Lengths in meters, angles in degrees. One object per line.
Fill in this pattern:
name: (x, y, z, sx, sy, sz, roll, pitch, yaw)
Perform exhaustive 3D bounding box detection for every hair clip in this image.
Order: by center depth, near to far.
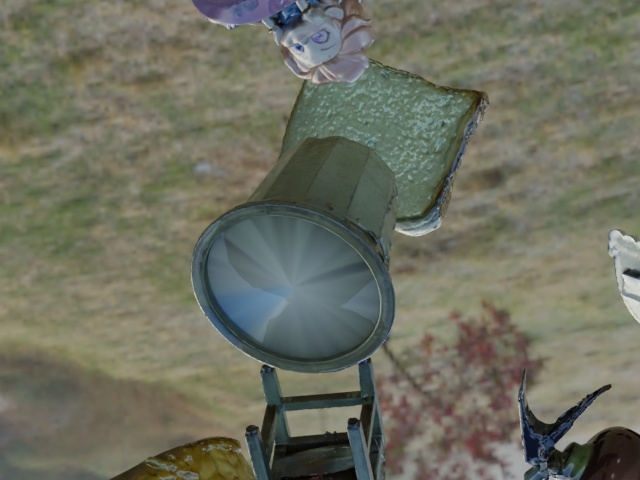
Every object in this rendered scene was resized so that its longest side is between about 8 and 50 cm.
hair clip: (0.486, 0.077, 1.968, 0.054, 0.140, 0.220, -20, -153, -25)

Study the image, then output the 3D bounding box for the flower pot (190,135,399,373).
flower pot: (0.000, 0.000, 1.441, 0.212, 0.212, 0.202, -19, -156, 31)

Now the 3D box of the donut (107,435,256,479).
donut: (-0.180, 0.294, 1.171, 0.330, 0.160, 0.330, -39, 172, -7)

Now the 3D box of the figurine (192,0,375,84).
figurine: (-0.017, -0.192, 1.077, 0.126, 0.114, 0.157, -30, 144, 31)

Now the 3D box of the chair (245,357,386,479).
chair: (0.009, 0.284, 1.605, 0.136, 0.270, 0.147, -7, -152, 10)

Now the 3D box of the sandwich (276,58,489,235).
sandwich: (0.082, -0.137, 1.914, 0.251, 0.226, 0.087, 19, 173, 15)

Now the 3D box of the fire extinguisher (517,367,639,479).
fire extinguisher: (0.296, 0.217, 1.132, 0.138, 0.344, 0.102, -59, -177, 35)
